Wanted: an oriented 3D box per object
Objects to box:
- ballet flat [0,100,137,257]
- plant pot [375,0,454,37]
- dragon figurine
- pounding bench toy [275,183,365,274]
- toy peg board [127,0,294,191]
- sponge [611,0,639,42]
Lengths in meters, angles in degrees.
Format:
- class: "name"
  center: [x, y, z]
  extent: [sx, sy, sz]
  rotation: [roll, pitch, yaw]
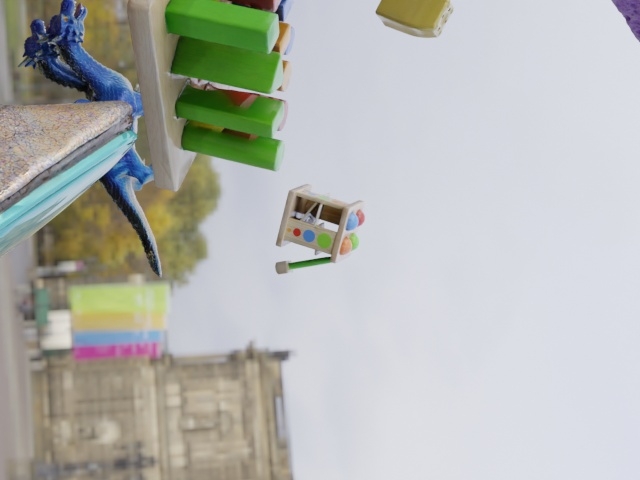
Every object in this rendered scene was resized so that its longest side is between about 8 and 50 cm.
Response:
- class: "ballet flat"
  center: [-0.221, 0.001, 0.614]
  extent: [0.106, 0.316, 0.107]
  rotation: [47, -32, -5]
- class: "plant pot"
  center: [0.136, -0.323, 1.787]
  extent: [0.081, 0.083, 0.081]
  rotation: [-62, 165, 2]
- class: "dragon figurine"
  center: [-0.236, -0.103, 1.351]
  extent: [0.085, 0.144, 0.289]
  rotation: [-5, -92, 53]
- class: "pounding bench toy"
  center: [0.000, 0.000, 1.161]
  extent: [0.052, 0.065, 0.083]
  rotation: [-27, 133, -70]
- class: "toy peg board"
  center: [-0.047, -0.133, 0.820]
  extent: [0.161, 0.079, 0.160]
  rotation: [90, 18, -52]
- class: "sponge"
  center: [0.321, -0.144, 1.014]
  extent: [0.210, 0.031, 0.117]
  rotation: [53, -36, -14]
